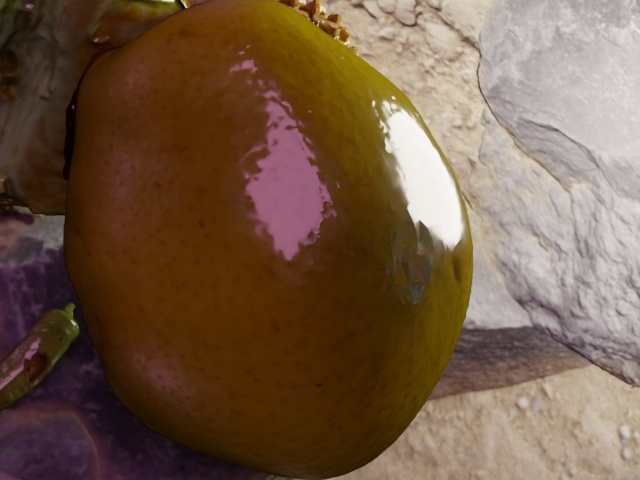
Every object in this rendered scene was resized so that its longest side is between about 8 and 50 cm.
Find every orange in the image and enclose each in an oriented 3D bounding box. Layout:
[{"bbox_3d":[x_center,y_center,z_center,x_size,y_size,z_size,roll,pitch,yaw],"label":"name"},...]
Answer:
[{"bbox_3d":[-0.272,-0.150,0.631,0.335,0.262,0.196,-3,24,-39],"label":"orange"}]

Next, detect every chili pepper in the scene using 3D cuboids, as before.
[{"bbox_3d":[-0.269,0.118,0.620,0.208,0.043,0.048,-36,95,-31],"label":"chili pepper"}]

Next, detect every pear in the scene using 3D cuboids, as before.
[{"bbox_3d":[0.000,0.000,0.604,0.340,0.191,0.386,-44,120,-38],"label":"pear"}]

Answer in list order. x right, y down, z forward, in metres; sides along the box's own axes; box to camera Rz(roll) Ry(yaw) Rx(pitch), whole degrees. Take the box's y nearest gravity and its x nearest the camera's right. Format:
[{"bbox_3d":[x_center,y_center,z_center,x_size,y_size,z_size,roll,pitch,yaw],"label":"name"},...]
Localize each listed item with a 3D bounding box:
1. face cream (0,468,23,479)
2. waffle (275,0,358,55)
[{"bbox_3d":[-0.167,0.249,0.568,0.312,0.092,0.092,29,58,-7],"label":"face cream"},{"bbox_3d":[-0.041,-0.210,0.876,0.191,0.038,0.191,9,63,-19],"label":"waffle"}]
